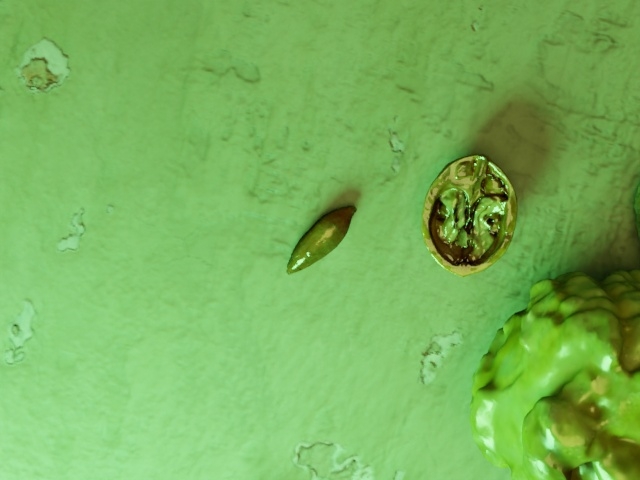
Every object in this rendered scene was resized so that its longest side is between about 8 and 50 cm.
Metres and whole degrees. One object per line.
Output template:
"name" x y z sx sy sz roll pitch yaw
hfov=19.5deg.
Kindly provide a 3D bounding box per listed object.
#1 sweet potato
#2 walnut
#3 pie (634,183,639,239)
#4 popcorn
"sweet potato" 0.000 0.000 1.825 0.034 0.034 0.095 42 96 -9
"walnut" 0.143 -0.027 1.813 0.091 0.052 0.121 11 100 -2
"pie" 0.438 -0.022 1.768 0.302 0.067 0.302 8 108 24
"popcorn" 0.259 0.139 1.765 0.195 0.256 0.255 35 56 -40
